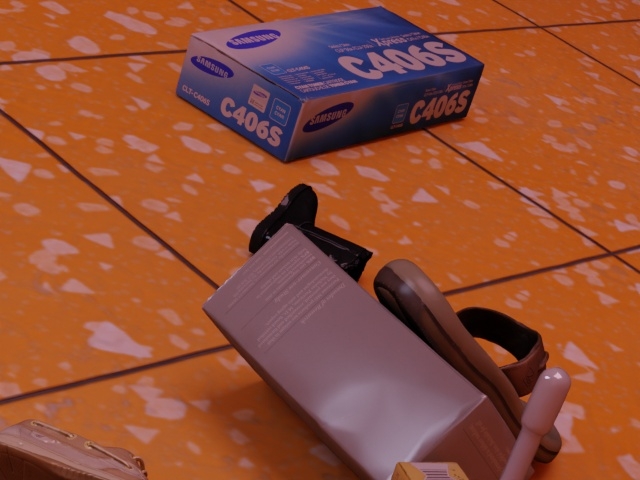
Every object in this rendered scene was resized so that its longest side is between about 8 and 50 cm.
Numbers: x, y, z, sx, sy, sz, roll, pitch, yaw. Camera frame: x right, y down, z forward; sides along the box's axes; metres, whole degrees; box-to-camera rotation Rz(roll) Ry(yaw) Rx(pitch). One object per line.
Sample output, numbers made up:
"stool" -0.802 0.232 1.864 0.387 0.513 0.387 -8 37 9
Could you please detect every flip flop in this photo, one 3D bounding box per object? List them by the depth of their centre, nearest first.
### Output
"flip flop" 0.128 0.085 1.300 0.112 0.080 0.277 36 -10 42

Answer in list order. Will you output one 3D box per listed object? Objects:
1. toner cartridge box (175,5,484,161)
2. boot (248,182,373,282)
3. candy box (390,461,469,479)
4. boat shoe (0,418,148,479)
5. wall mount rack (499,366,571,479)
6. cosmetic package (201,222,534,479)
"toner cartridge box" 0.018 -0.180 1.887 0.165 0.075 0.348 32 28 27
"boot" 0.000 -0.001 1.553 0.099 0.045 0.121 23 33 14
"candy box" 0.089 0.237 1.067 0.053 0.109 0.187 3 29 -30
"boat shoe" -0.141 0.160 1.117 0.170 0.063 0.059 24 32 13
"wall mount rack" 0.167 0.255 0.911 0.350 0.130 0.304 21 64 -5
"cosmetic package" 0.033 0.107 1.242 0.238 0.107 0.127 39 -10 37
